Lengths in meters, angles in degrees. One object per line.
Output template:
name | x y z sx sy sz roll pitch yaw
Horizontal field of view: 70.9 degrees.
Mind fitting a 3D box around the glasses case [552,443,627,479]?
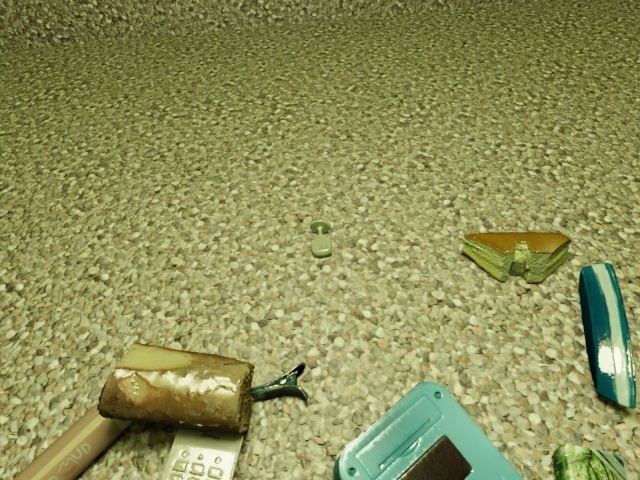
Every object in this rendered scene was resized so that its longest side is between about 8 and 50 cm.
glasses case | 0.398 0.439 0.629 0.095 0.062 0.272 6 47 10

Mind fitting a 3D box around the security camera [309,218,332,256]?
security camera | 0.000 0.000 1.103 0.058 0.058 0.092 -1 58 3

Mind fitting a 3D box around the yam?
yam | -0.227 0.249 0.750 0.238 0.128 0.130 12 56 -4

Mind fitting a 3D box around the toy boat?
toy boat | 0.546 0.175 0.861 0.061 0.096 0.300 1 47 20

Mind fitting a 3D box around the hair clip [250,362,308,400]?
hair clip | -0.138 0.278 0.839 0.229 0.039 0.070 -7 47 -2

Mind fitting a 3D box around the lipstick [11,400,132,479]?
lipstick | -0.393 0.333 0.777 0.070 0.070 0.254 26 53 26

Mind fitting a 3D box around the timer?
timer | 0.172 0.386 0.708 0.231 0.091 0.250 -30 62 -24

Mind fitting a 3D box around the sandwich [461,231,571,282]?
sandwich | 0.444 0.034 1.005 0.244 0.090 0.089 2 43 6

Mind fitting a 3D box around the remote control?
remote control | -0.208 0.439 0.679 0.109 0.055 0.313 12 50 0
